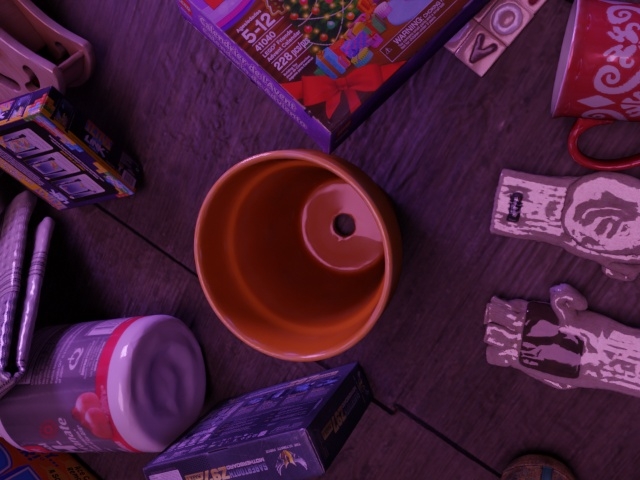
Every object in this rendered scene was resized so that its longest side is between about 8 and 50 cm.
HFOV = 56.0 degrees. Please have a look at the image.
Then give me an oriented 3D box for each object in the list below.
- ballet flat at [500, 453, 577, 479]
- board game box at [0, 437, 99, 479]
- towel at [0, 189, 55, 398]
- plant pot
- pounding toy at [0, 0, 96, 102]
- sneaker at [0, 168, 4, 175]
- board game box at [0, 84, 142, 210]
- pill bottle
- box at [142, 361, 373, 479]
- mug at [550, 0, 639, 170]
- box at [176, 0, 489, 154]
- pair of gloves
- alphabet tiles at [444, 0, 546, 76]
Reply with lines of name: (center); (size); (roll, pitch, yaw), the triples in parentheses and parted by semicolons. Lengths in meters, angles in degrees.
ballet flat: (0.240, 0.422, 0.695); (0.123, 0.123, 0.349); (5, 104, 20)
board game box: (-0.630, 0.470, 0.903); (0.356, 0.356, 0.356); (37, 113, 7)
towel: (-0.492, 0.124, 0.855); (0.312, 0.056, 0.324); (-36, 47, 24)
plant pot: (0.000, 0.000, 0.653); (0.205, 0.188, 0.205); (5, 103, 20)
pounding toy: (-0.401, -0.226, 0.756); (0.154, 0.155, 0.270); (-2, 131, 33)
sneaker: (-0.494, -0.093, 0.837); (0.121, 0.111, 0.300); (-17, 74, 16)
board game box: (-0.343, -0.112, 0.783); (0.141, 0.170, 0.048); (-8, 57, 23)
pill bottle: (-0.336, 0.203, 0.838); (0.318, 0.176, 0.176); (-9, 99, 23)
box: (-0.070, 0.233, 0.736); (0.232, 0.183, 0.059); (-21, 94, 23)
mug: (0.309, -0.146, 0.558); (0.169, 0.113, 0.150); (10, 146, 15)
box: (0.039, -0.251, 0.564); (0.201, 0.057, 0.293); (44, 80, 7)
pair of gloves: (0.279, 0.046, 0.635); (0.204, 0.042, 0.240); (5, 102, 24)
alphabet tiles: (0.121, -0.295, 0.638); (0.237, 0.009, 0.198); (43, 113, 8)
